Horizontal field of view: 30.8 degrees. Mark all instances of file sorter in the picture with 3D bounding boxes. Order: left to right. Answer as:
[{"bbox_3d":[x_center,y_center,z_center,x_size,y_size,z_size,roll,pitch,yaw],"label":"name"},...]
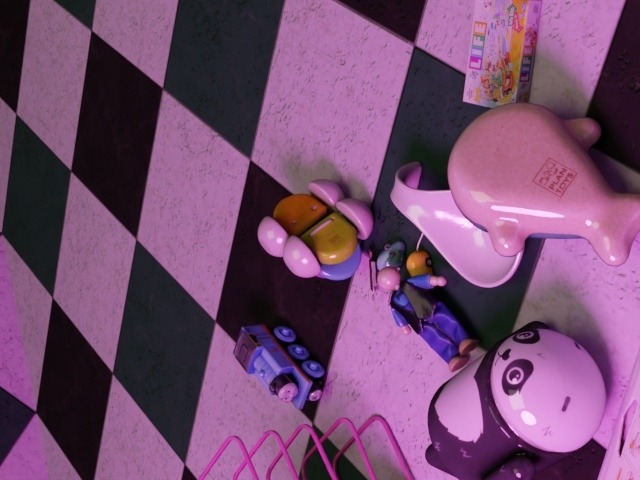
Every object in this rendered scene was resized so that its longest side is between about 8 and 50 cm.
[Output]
[{"bbox_3d":[-0.023,0.404,1.854,0.202,0.291,0.182,-55,49,42],"label":"file sorter"}]

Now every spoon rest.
[{"bbox_3d":[0.190,-0.033,1.678,0.276,0.084,0.137,38,124,46],"label":"spoon rest"}]

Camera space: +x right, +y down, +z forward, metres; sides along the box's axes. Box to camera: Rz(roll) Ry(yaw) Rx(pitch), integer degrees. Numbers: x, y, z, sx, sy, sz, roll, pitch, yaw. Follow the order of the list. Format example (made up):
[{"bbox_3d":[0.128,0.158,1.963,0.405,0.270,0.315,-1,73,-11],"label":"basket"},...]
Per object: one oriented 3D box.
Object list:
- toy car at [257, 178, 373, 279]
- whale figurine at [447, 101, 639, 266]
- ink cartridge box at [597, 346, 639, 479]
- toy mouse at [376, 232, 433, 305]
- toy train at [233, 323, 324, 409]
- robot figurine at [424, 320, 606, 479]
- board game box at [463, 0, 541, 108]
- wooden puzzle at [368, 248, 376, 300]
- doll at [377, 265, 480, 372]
[{"bbox_3d":[0.000,0.000,1.910,0.182,0.159,0.136,36,157,45],"label":"toy car"},{"bbox_3d":[0.296,-0.059,1.499,0.272,0.141,0.216,30,78,25],"label":"whale figurine"},{"bbox_3d":[0.417,0.273,1.402,0.239,0.060,0.275,-93,13,-68],"label":"ink cartridge box"},{"bbox_3d":[0.120,0.061,1.827,0.143,0.031,0.161,-9,88,54],"label":"toy mouse"},{"bbox_3d":[-0.072,0.220,2.046,0.184,0.105,0.080,48,131,39],"label":"toy train"},{"bbox_3d":[0.251,0.229,1.551,0.278,0.173,0.209,-45,62,47],"label":"robot figurine"},{"bbox_3d":[0.250,-0.260,1.612,0.103,0.026,0.154,23,113,51],"label":"board game box"},{"bbox_3d":[0.084,0.056,1.874,0.049,0.006,0.083,-128,35,-85],"label":"wooden puzzle"},{"bbox_3d":[0.157,0.104,1.747,0.189,0.046,0.129,45,129,26],"label":"doll"}]
